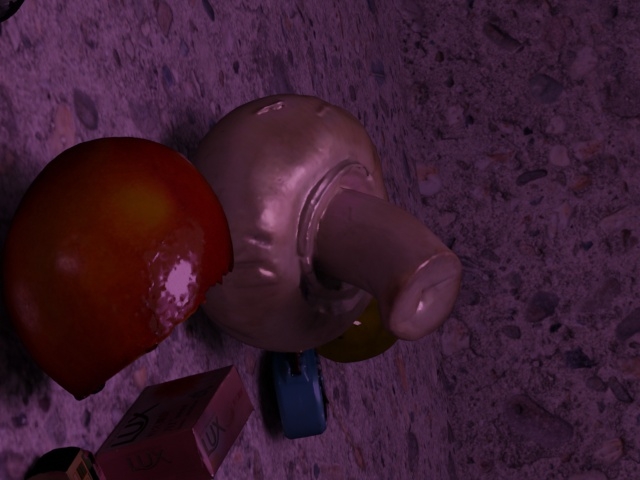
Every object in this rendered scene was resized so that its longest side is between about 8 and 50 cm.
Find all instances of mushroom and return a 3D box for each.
[{"bbox_3d":[-0.025,0.008,1.335,0.356,0.315,0.315,66,10,22],"label":"mushroom"}]

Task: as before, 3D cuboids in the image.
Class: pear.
[{"bbox_3d":[0.055,0.093,1.714,0.198,0.198,0.198,-9,90,-74],"label":"pear"}]

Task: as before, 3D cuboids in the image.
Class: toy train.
[{"bbox_3d":[-0.218,0.237,0.914,0.138,0.050,0.087,-68,140,-60],"label":"toy train"}]

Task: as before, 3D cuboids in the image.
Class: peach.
[{"bbox_3d":[-0.168,0.030,0.951,0.196,0.189,0.226,71,9,-60],"label":"peach"}]

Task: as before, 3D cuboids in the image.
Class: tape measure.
[{"bbox_3d":[-0.031,0.205,1.525,0.125,0.080,0.146,-109,-171,-77],"label":"tape measure"}]

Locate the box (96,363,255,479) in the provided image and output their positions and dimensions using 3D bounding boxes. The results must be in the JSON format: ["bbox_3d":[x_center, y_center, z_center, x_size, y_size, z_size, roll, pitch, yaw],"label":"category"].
[{"bbox_3d":[-0.141,0.187,1.099,0.156,0.111,0.060,-57,128,-69],"label":"box"}]

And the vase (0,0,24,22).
[{"bbox_3d":[-0.281,-0.205,0.927,0.211,0.059,0.060,-79,154,-52],"label":"vase"}]
